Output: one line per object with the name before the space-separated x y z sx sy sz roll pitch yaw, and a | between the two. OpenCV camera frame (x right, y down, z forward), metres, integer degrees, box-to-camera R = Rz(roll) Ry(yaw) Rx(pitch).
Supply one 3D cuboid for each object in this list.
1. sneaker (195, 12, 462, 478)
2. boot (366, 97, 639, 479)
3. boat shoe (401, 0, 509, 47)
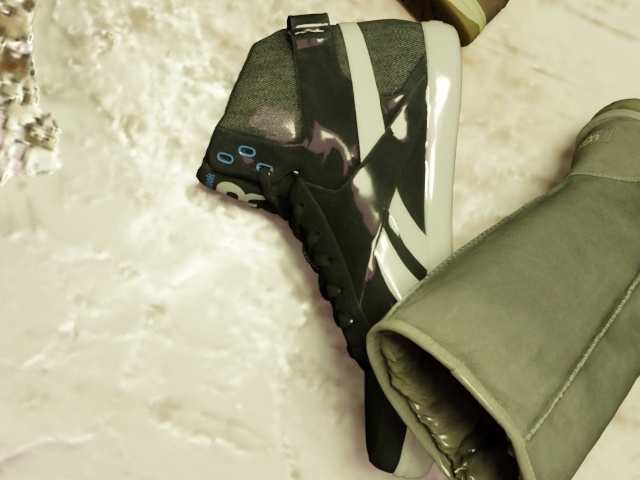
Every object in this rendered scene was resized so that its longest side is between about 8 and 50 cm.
sneaker | 0.000 0.000 0.495 0.121 0.079 0.216 3 80 -2
boot | 0.137 0.048 0.461 0.189 0.076 0.208 45 46 -1
boat shoe | 0.039 -0.168 0.523 0.049 0.056 0.152 -42 102 -15
